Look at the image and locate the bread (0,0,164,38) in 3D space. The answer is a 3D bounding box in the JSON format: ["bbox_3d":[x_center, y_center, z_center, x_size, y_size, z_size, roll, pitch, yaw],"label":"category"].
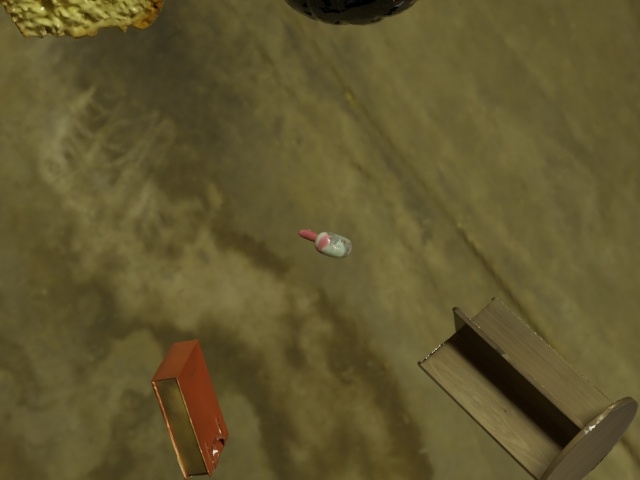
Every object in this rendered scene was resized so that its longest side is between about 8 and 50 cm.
[{"bbox_3d":[-0.256,-0.350,1.139,0.340,0.194,0.179,60,16,-53],"label":"bread"}]

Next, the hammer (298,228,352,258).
[{"bbox_3d":[0.000,0.000,1.654,0.053,0.083,0.031,19,91,-43],"label":"hammer"}]

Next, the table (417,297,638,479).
[{"bbox_3d":[0.241,0.181,1.523,0.227,0.167,0.167,44,27,27],"label":"table"}]

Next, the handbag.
[{"bbox_3d":[-0.204,0.271,2.007,0.127,0.063,0.190,-67,145,-65],"label":"handbag"}]

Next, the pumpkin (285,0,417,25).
[{"bbox_3d":[0.029,-0.281,1.060,0.202,0.202,0.140,61,31,-5],"label":"pumpkin"}]
